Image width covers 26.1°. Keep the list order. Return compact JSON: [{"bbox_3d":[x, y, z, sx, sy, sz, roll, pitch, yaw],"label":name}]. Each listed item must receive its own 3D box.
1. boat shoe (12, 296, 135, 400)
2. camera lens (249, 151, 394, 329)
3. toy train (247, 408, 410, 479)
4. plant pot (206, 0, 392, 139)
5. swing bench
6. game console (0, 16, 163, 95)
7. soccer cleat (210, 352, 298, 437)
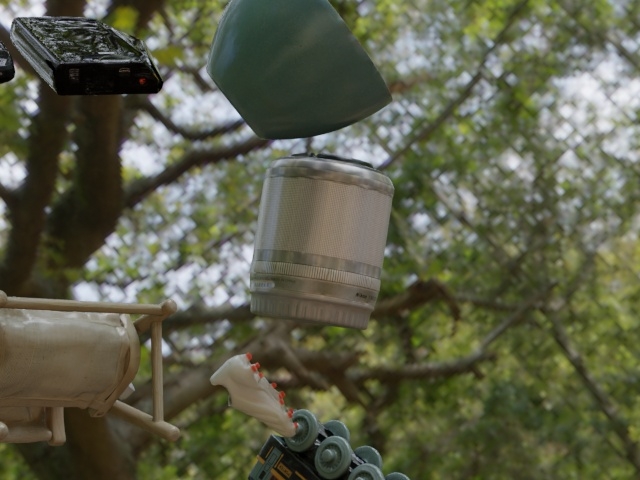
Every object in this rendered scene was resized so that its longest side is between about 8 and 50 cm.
[{"bbox_3d":[-0.445,0.204,2.306,0.119,0.121,0.335,-47,-42,0],"label":"boat shoe"},{"bbox_3d":[0.000,0.000,2.304,0.219,0.219,0.274,19,-102,-64],"label":"camera lens"},{"bbox_3d":[0.019,0.437,2.429,0.142,0.334,0.190,26,-82,-50],"label":"toy train"},{"bbox_3d":[-0.057,-0.265,2.080,0.195,0.290,0.290,-38,-23,-1],"label":"plant pot"},{"bbox_3d":[-0.338,0.155,1.590,0.254,0.165,0.253,-10,-12,43],"label":"swing bench"},{"bbox_3d":[-0.365,-0.205,1.524,0.361,0.213,0.044,-3,-67,-24],"label":"game console"},{"bbox_3d":[-0.103,0.253,2.189,0.076,0.068,0.196,-31,-52,6],"label":"soccer cleat"}]
